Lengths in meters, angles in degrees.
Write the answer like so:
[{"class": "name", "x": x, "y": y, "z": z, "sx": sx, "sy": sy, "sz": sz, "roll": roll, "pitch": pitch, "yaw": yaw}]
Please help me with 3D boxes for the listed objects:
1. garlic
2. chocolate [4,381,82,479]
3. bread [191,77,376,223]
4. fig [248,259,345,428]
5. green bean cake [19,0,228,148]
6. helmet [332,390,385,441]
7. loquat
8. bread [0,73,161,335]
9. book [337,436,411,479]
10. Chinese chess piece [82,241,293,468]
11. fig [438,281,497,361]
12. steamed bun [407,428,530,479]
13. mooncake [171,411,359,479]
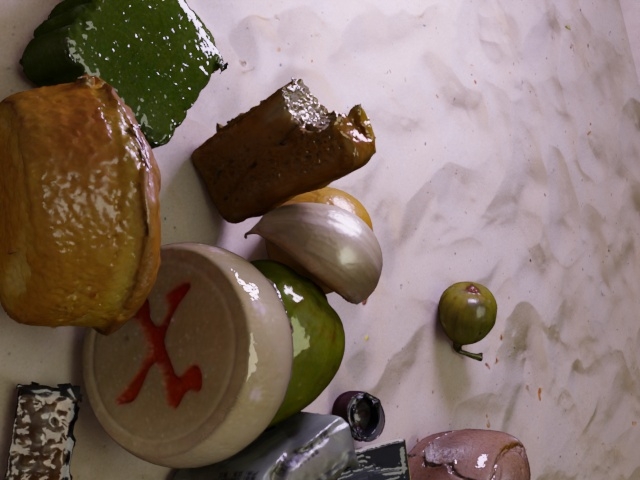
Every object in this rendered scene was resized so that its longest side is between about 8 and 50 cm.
[{"class": "garlic", "x": 0.002, "y": 0.019, "z": 1.553, "sx": 0.245, "sy": 0.164, "sz": 0.145, "roll": 32, "pitch": 54, "yaw": -15}, {"class": "chocolate", "x": -0.418, "y": 0.369, "z": 1.312, "sx": 0.102, "sy": 0.065, "sz": 0.329, "roll": 12, "pitch": 74, "yaw": -27}, {"class": "bread", "x": -0.067, "y": -0.156, "z": 1.519, "sx": 0.109, "sy": 0.380, "sz": 0.185, "roll": -25, "pitch": 93, "yaw": -41}, {"class": "fig", "x": -0.111, "y": 0.199, "z": 1.537, "sx": 0.258, "sy": 0.258, "sz": 0.326, "roll": 43, "pitch": 79, "yaw": -36}, {"class": "green bean cake", "x": -0.310, "y": -0.290, "z": 1.440, "sx": 0.247, "sy": 0.156, "sz": 0.250, "roll": 47, "pitch": 54, "yaw": -32}, {"class": "helmet", "x": 0.071, "y": 0.353, "z": 1.839, "sx": 0.123, "sy": 0.070, "sz": 0.098, "roll": 46, "pitch": 60, "yaw": -42}, {"class": "loquat", "x": 0.000, "y": 0.000, "z": 1.710, "sx": 0.208, "sy": 0.208, "sz": 0.208, "roll": 8, "pitch": 79, "yaw": -47}, {"class": "bread", "x": -0.351, "y": -0.043, "z": 1.241, "sx": 0.204, "sy": 0.358, "sz": 0.337, "roll": -2, "pitch": 61, "yaw": -28}, {"class": "book", "x": 0.082, "y": 0.602, "z": 1.797, "sx": 0.262, "sy": 0.028, "sz": 0.374, "roll": -8, "pitch": 90, "yaw": -31}, {"class": "Chinese chess piece", "x": -0.201, "y": 0.171, "z": 1.370, "sx": 0.140, "sy": 0.338, "sz": 0.338, "roll": 21, "pitch": 69, "yaw": -58}, {"class": "fig", "x": 0.338, "y": 0.184, "z": 2.130, "sx": 0.148, "sy": 0.186, "sz": 0.142, "roll": -4, "pitch": 48, "yaw": -34}, {"class": "steamed bun", "x": 0.297, "y": 0.519, "z": 1.956, "sx": 0.199, "sy": 0.251, "sz": 0.301, "roll": 51, "pitch": 47, "yaw": -17}, {"class": "mooncake", "x": -0.087, "y": 0.393, "z": 1.528, "sx": 0.250, "sy": 0.254, "sz": 0.136, "roll": -35, "pitch": 113, "yaw": -41}]
